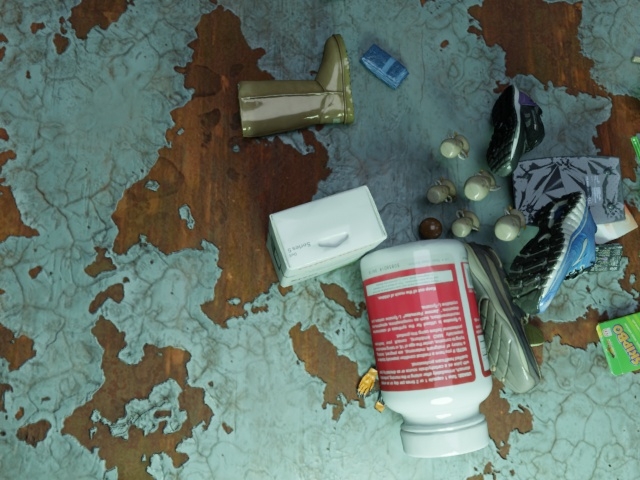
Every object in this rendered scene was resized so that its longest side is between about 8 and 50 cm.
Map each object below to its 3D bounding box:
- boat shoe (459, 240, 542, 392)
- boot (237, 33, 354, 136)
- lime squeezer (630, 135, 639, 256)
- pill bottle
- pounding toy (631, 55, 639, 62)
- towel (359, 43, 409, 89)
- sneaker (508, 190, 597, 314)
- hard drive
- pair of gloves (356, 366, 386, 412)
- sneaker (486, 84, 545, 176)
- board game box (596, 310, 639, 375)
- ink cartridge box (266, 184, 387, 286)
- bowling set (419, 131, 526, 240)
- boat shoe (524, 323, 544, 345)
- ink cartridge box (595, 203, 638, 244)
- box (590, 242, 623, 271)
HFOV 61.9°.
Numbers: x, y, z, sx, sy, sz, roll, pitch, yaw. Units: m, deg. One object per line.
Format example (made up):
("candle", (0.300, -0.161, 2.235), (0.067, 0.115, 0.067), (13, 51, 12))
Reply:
("boat shoe", (0.396, 0.147, 1.163), (0.130, 0.132, 0.356), (-10, 63, -17))
("boot", (-0.064, -0.372, 1.268), (0.269, 0.089, 0.237), (-6, 79, -7))
("lime squeezer", (0.811, -0.101, 1.329), (0.109, 0.059, 0.311), (9, 76, -16))
("pill bottle", (0.223, 0.216, 1.109), (0.228, 0.229, 0.408), (-7, 79, -8))
("pounding toy", (0.926, -0.381, 1.398), (0.182, 0.110, 0.237), (-2, 49, 4))
("towel", (0.161, -0.437, 1.337), (0.119, 0.029, 0.067), (39, 76, 2))
("sneaker", (0.526, 0.041, 1.152), (0.147, 0.129, 0.330), (47, 61, -11))
("hard drive", (0.589, -0.115, 1.289), (0.254, 0.054, 0.172), (-3, 83, 3))
("pair of gloves", (0.125, 0.331, 1.184), (0.083, 0.010, 0.074), (35, 76, 0))
("sneaker", (0.482, -0.250, 1.268), (0.124, 0.107, 0.284), (26, 55, -9))
("board game box", (0.782, 0.230, 1.274), (0.259, 0.039, 0.124), (-12, 80, -12))
("ink cartridge box", (0.000, 0.000, 1.102), (0.198, 0.273, 0.115), (-19, 81, -11))
("bowling set", (0.321, -0.093, 1.250), (0.287, 0.199, 0.154), (59, 34, 3))
("boat shoe", (0.440, 0.224, 1.233), (0.152, 0.048, 0.056), (1, 58, -14))
("ink cartridge box", (0.666, -0.058, 1.315), (0.179, 0.045, 0.146), (-25, 82, -14))
("box", (0.686, 0.042, 1.294), (0.083, 0.018, 0.067), (-3, 107, -7))
